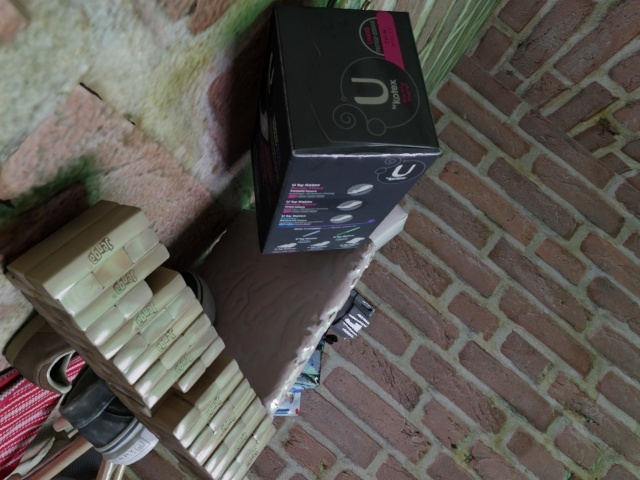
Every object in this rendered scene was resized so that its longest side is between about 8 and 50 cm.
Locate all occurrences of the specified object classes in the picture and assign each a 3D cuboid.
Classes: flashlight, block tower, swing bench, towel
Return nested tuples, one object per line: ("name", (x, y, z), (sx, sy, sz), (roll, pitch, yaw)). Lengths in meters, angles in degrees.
("flashlight", (-0.031, 0.090, 0.965), (0.103, 0.304, 0.103), (-23, -150, 48))
("block tower", (-0.148, 0.121, 0.459), (0.097, 0.090, 0.336), (-48, 135, -35))
("swing bench", (-0.357, 0.339, 0.767), (0.255, 0.165, 0.253), (-56, -174, -11))
("towel", (-0.112, 0.107, 0.732), (0.316, 0.053, 0.332), (14, -115, 46))
("towel", (-0.390, 0.239, 0.587), (0.275, 0.031, 0.199), (-51, 178, 12))

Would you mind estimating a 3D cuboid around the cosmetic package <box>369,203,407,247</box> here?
("cosmetic package", (0.000, 0.000, 1.111), (0.365, 0.197, 0.155), (-37, 166, -4))

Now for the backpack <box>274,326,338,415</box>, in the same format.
("backpack", (-0.154, 0.226, 0.914), (0.276, 0.263, 0.213), (-12, -122, 35))

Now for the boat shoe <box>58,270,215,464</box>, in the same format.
("boat shoe", (-0.229, 0.122, 0.636), (0.121, 0.119, 0.335), (-30, -155, 11))

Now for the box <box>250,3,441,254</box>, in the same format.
("box", (0.005, -0.103, 0.546), (0.143, 0.165, 0.270), (-4, 162, -14))

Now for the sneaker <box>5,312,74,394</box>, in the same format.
("sneaker", (-0.228, 0.068, 0.477), (0.188, 0.071, 0.066), (-50, 177, 6))

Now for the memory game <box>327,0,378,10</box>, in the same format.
("memory game", (0.026, -0.277, 0.628), (0.186, 0.012, 0.186), (-50, 178, -3))
